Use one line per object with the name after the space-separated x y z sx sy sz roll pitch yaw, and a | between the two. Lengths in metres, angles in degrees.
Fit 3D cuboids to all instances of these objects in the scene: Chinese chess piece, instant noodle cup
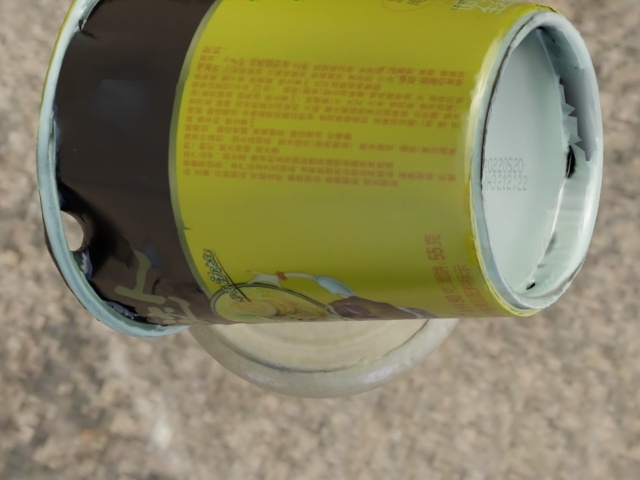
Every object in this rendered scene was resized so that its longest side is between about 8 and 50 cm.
0.000 0.000 1.456 0.103 0.249 0.250 76 39 -76 | Chinese chess piece
0.009 -0.046 0.942 0.215 0.236 0.216 -12 104 -59 | instant noodle cup
